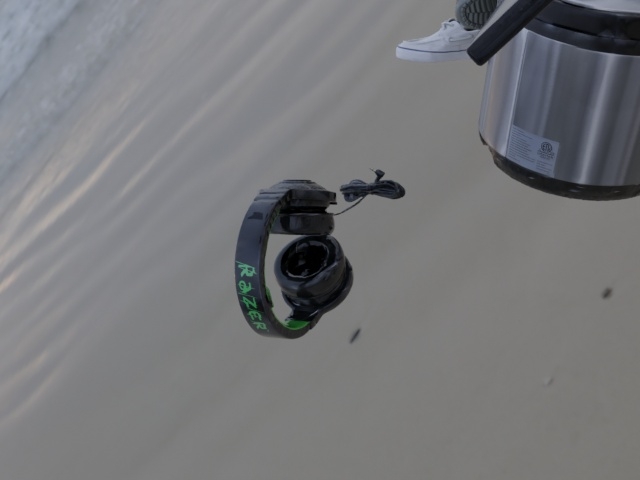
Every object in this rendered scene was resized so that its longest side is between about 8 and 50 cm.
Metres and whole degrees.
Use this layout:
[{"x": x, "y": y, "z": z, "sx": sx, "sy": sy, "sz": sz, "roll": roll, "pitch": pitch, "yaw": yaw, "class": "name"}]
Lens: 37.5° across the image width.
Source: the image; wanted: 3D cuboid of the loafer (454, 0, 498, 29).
[{"x": 0.369, "y": -0.491, "z": 1.849, "sx": 0.251, "sy": 0.094, "sz": 0.087, "roll": -22, "pitch": 44, "yaw": -11, "class": "loafer"}]

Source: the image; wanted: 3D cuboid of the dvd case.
[{"x": 0.219, "y": -0.249, "z": 0.850, "sx": 0.180, "sy": 0.022, "sz": 0.253, "roll": -42, "pitch": 5, "yaw": 27, "class": "dvd case"}]

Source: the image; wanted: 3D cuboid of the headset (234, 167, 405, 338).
[{"x": 0.000, "y": 0.000, "z": 1.559, "sx": 0.185, "sy": 0.243, "sz": 0.394, "roll": 1, "pitch": 30, "yaw": 26, "class": "headset"}]

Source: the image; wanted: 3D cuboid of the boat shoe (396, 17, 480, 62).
[{"x": 0.286, "y": -0.427, "z": 1.981, "sx": 0.258, "sy": 0.084, "sz": 0.095, "roll": -5, "pitch": 22, "yaw": -2, "class": "boat shoe"}]

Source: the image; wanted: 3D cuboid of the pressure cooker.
[{"x": 0.472, "y": -0.321, "z": 1.591, "sx": 0.375, "sy": 0.370, "sz": 0.420, "roll": -87, "pitch": -1, "yaw": -55, "class": "pressure cooker"}]
